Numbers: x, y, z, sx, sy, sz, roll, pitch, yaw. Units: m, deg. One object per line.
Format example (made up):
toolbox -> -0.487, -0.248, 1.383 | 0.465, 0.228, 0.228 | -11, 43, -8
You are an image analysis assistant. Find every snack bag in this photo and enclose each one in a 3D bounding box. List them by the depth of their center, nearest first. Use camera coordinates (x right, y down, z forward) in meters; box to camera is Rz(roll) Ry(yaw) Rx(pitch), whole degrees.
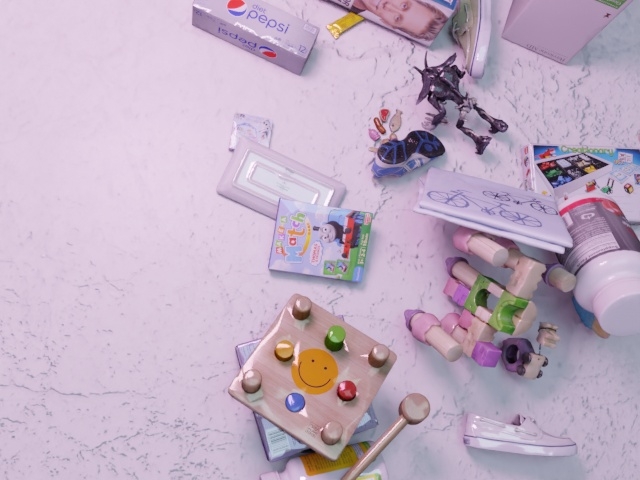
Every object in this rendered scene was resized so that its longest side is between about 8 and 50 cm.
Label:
snack bag -> 0.369, -0.078, 1.618 | 0.323, 0.342, 0.037 | 15, 112, 5

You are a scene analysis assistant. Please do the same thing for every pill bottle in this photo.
pill bottle -> 0.006, 0.500, 1.504 | 0.246, 0.136, 0.136 | -9, 79, -13
pill bottle -> 0.628, 0.052, 1.634 | 0.177, 0.176, 0.318 | 7, 40, -9

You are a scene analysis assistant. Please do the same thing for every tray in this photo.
tray -> -0.085, -0.120, 1.674 | 0.271, 0.030, 0.145 | 25, 79, -7

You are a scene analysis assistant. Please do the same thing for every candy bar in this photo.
candy bar -> 0.088, -0.552, 1.824 | 0.162, 0.018, 0.040 | -35, 87, -17

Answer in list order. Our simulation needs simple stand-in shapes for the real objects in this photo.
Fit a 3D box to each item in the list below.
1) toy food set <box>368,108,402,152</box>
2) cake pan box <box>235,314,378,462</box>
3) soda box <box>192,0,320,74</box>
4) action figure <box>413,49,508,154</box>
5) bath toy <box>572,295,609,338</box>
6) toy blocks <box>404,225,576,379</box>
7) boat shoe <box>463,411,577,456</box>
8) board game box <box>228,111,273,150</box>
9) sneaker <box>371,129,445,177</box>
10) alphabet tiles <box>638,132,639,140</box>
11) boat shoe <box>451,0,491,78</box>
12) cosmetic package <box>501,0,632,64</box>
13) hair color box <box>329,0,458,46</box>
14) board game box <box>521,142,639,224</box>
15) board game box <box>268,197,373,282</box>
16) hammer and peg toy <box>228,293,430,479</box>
toy food set -> 0.153, -0.267, 1.770 | 0.078, 0.019, 0.122 | 13, 75, -8
cake pan box -> -0.030, 0.316, 1.576 | 0.246, 0.070, 0.266 | -17, 81, -12
soda box -> -0.153, -0.499, 1.724 | 0.287, 0.098, 0.091 | 24, 75, -4
action figure -> 0.309, -0.327, 1.756 | 0.276, 0.141, 0.164 | 41, 75, -16
bath toy -> 0.776, 0.099, 1.752 | 0.348, 0.129, 0.151 | -29, 84, -17
toy blocks -> 0.356, 0.114, 1.643 | 0.309, 0.260, 0.288 | 15, 104, -31
boat shoe -> 0.445, 0.425, 1.629 | 0.258, 0.095, 0.084 | 8, 80, -10
board game box -> -0.160, -0.244, 1.703 | 0.090, 0.020, 0.089 | 11, 76, -9
sneaker -> 0.203, -0.201, 1.740 | 0.211, 0.081, 0.080 | -15, 64, -32
alphabet tiles -> 0.975, -0.240, 1.925 | 0.278, 0.021, 0.284 | 39, 74, 0
boat shoe -> 0.375, -0.536, 1.846 | 0.094, 0.109, 0.302 | 4, 67, 6
cosmetic package -> 0.604, -0.595, 1.755 | 0.197, 0.365, 0.155 | 21, 73, -3
hair color box -> 0.146, -0.608, 1.748 | 0.348, 0.174, 0.105 | 22, 74, -5
board game box -> 0.652, -0.137, 1.820 | 0.306, 0.053, 0.192 | 1, 78, -11
board game box -> 0.000, 0.000, 1.648 | 0.212, 0.039, 0.160 | 9, 94, -8
hammer and peg toy -> 0.030, 0.297, 1.456 | 0.361, 0.127, 0.266 | 32, 64, 8
